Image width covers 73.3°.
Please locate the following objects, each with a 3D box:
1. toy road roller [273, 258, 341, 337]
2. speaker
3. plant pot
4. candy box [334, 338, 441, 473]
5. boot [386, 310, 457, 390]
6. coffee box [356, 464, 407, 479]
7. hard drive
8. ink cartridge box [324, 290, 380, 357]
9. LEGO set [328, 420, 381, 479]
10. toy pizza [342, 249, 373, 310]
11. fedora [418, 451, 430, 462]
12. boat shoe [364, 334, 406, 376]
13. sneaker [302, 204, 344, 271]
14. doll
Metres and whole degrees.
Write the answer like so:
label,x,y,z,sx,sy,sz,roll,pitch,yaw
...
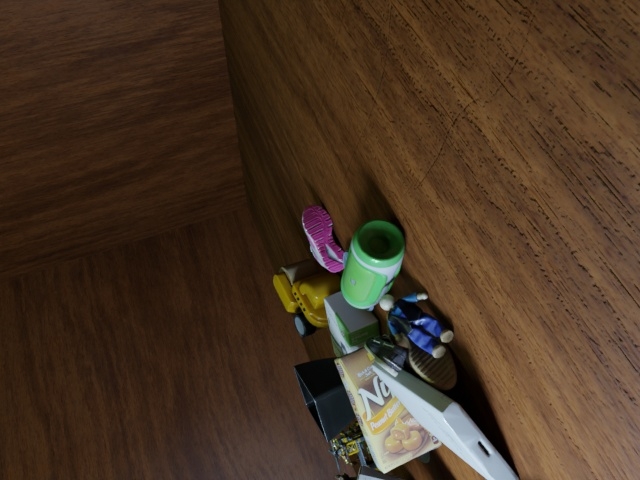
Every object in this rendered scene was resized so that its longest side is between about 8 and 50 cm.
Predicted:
label,x,y,z,sx,sy,sz,roll,pitch,yaw
toy road roller,-0.024,0.184,1.660,0.330,0.202,0.241,57,149,29
speaker,0.123,0.070,1.074,0.297,0.131,0.131,97,151,-61
plant pot,0.038,0.492,1.399,0.188,0.166,0.188,39,147,61
candy box,0.185,0.452,1.216,0.087,0.182,0.317,120,130,-71
boot,0.250,0.296,1.035,0.248,0.090,0.207,51,168,50
coffee box,0.236,0.738,1.168,0.168,0.296,0.119,87,-160,-47
hard drive,0.264,0.401,0.985,0.233,0.047,0.353,51,168,-9
ink cartridge box,0.116,0.332,1.461,0.198,0.114,0.273,-130,25,-54
LEGO set,0.098,0.790,1.420,0.255,0.192,0.332,130,124,-72
toy pizza,0.124,0.120,1.328,0.201,0.032,0.202,160,90,-77
fedora,0.224,0.603,1.390,0.244,0.124,0.276,103,145,-66
boat shoe,0.159,0.263,1.032,0.075,0.065,0.206,37,178,-4
sneaker,0.000,0.000,1.496,0.111,0.102,0.253,129,121,-72
doll,0.206,0.174,0.958,0.189,0.046,0.129,33,101,45
